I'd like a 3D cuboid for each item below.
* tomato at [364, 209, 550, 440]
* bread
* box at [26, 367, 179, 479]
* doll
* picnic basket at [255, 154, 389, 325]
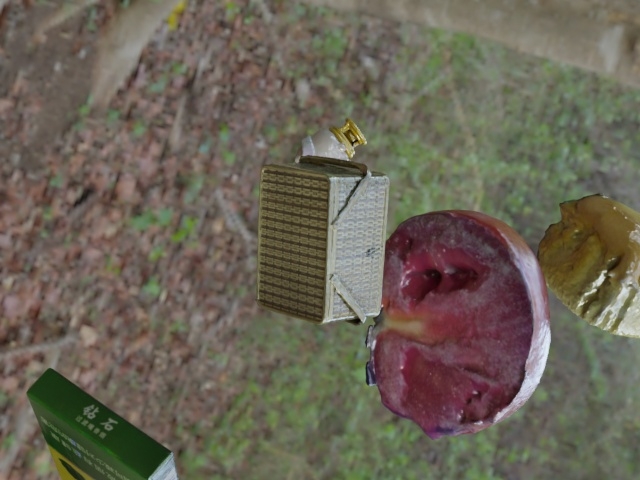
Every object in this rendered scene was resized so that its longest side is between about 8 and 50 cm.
[{"bbox_3d":[0.225,0.120,1.826,0.176,0.290,0.334,-6,102,-43],"label":"tomato"},{"bbox_3d":[0.449,0.052,1.939,0.174,0.252,0.133,-60,178,24],"label":"bread"},{"bbox_3d":[-0.171,0.206,1.082,0.034,0.132,0.235,-49,157,-28],"label":"box"},{"bbox_3d":[0.007,-0.109,1.782,0.127,0.084,0.073,-37,155,-3],"label":"doll"},{"bbox_3d":[0.000,0.000,1.277,0.079,0.115,0.164,-5,102,-40],"label":"picnic basket"}]
